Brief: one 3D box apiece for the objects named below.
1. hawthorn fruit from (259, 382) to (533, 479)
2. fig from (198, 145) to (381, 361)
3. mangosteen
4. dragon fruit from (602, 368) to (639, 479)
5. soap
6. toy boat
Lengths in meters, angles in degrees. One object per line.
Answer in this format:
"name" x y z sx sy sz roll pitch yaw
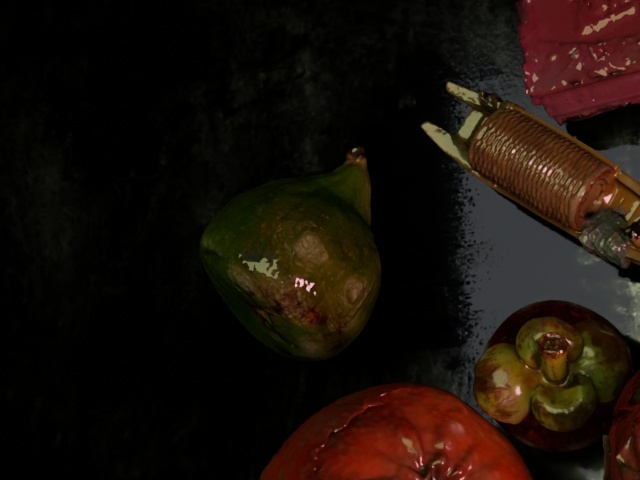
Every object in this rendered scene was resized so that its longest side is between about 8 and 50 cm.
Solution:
"hawthorn fruit" 0.046 0.284 1.684 0.307 0.276 0.276 -28 61 48
"fig" 0.000 0.000 1.834 0.203 0.203 0.235 33 68 31
"mangosteen" 0.230 0.136 1.663 0.156 0.181 0.146 -38 99 -3
"dragon fruit" 0.365 0.190 1.541 0.244 0.244 0.299 51 117 29
"soap" 0.344 -0.244 1.756 0.289 0.112 0.182 -15 72 22
"toy boat" 0.235 -0.064 1.754 0.310 0.115 0.089 36 94 31
